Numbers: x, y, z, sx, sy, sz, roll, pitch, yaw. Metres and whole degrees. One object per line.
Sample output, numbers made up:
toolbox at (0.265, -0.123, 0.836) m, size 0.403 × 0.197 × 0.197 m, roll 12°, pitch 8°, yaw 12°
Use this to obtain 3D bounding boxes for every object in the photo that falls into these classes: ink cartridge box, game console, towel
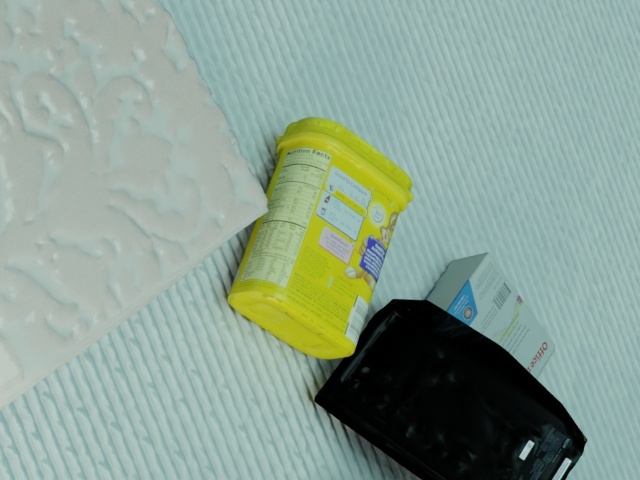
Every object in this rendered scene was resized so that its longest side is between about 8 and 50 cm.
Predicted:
ink cartridge box at (0.153, 0.087, 1.418) m, size 0.122 × 0.052 × 0.088 m, roll 52°, pitch 52°, yaw -18°
game console at (0.053, 0.227, 1.262) m, size 0.213 × 0.044 × 0.361 m, roll 36°, pitch 68°, yaw 6°
towel at (-0.218, -0.090, 1.135) m, size 0.317 × 0.053 × 0.332 m, roll -38°, pitch 106°, yaw -41°

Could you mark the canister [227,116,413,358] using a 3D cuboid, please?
canister at (0.000, 0.000, 1.291) m, size 0.126 × 0.073 × 0.170 m, roll 35°, pitch 61°, yaw -30°
